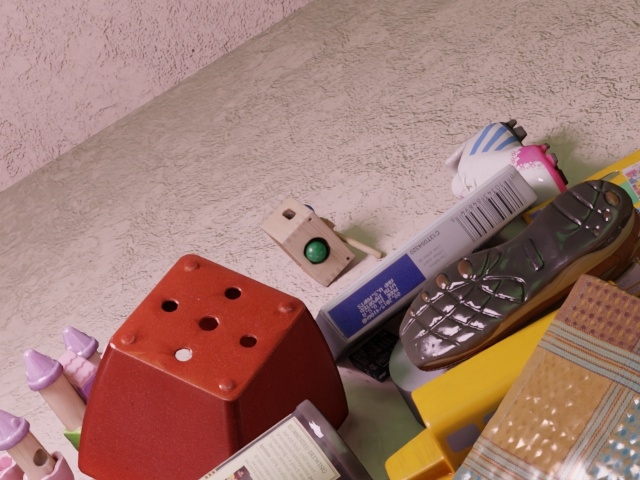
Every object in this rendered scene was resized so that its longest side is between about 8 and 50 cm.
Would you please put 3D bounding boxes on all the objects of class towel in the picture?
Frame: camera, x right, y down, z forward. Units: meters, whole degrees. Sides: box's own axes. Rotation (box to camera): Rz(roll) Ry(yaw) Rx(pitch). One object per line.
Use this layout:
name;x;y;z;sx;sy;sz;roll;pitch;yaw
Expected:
towel;0.255;0.228;1.463;0.370;0.040;0.271;-58;32;-2

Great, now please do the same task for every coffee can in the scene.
coffee can;-0.066;0.315;1.412;0.275;0.201;0.201;-35;25;-7

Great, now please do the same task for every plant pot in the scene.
plant pot;-0.135;0.178;1.825;0.267;0.236;0.267;23;49;19

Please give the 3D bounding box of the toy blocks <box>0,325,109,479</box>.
toy blocks;-0.317;0.234;2.026;0.309;0.260;0.288;-5;35;45

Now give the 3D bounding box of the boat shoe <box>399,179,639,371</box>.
boat shoe;0.248;0.062;1.715;0.324;0.120;0.122;-34;45;20

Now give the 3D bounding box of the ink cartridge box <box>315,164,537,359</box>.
ink cartridge box;0.129;0.046;2.029;0.324;0.071;0.330;-38;-7;-10

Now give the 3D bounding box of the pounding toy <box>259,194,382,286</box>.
pounding toy;0.000;0.000;2.287;0.100;0.130;0.141;-46;26;-4

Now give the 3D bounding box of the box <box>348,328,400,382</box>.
box;0.085;0.158;2.001;0.067;0.018;0.083;-38;25;-15

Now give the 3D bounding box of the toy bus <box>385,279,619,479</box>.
toy bus;0.223;0.189;1.648;0.332;0.130;0.108;-30;24;3

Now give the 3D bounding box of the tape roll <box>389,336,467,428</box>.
tape roll;0.198;0.144;1.836;0.219;0.072;0.219;-26;24;13

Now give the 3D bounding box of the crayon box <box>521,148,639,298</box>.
crayon box;0.400;0.010;1.843;0.203;0.083;0.323;-29;25;4

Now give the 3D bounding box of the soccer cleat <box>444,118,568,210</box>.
soccer cleat;0.273;-0.084;2.139;0.143;0.116;0.331;-30;17;1
